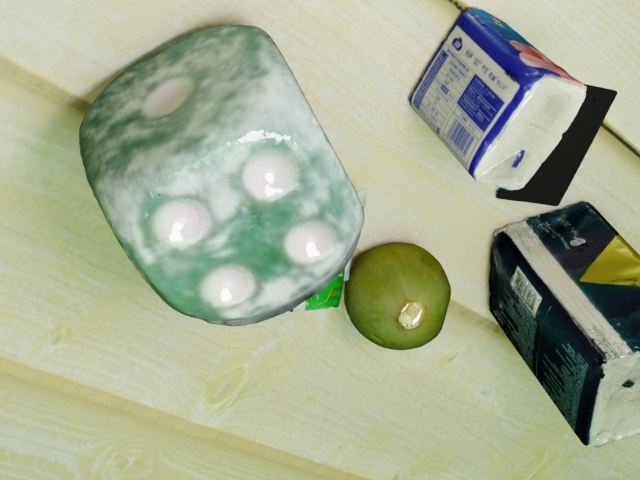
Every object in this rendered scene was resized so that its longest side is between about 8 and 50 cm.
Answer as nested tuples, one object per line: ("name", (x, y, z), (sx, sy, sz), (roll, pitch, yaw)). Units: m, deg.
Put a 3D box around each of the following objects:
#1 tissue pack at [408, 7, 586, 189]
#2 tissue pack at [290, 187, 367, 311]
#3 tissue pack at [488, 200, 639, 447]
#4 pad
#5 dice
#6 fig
("tissue pack", (0.285, -0.232, 1.581), (0.137, 0.270, 0.209), (18, 115, -33))
("tissue pack", (0.001, 0.000, 1.729), (0.156, 0.148, 0.209), (-5, 127, -18))
("tissue pack", (0.522, 0.157, 1.881), (0.253, 0.416, 0.264), (-14, 130, -11))
("pad", (0.453, -0.185, 1.859), (0.159, 0.009, 0.265), (7, 122, -26))
("dice", (-0.143, -0.097, 1.473), (0.328, 0.330, 0.348), (-28, 130, 3))
("fig", (0.153, 0.118, 1.827), (0.207, 0.230, 0.207), (-11, 129, -14))
